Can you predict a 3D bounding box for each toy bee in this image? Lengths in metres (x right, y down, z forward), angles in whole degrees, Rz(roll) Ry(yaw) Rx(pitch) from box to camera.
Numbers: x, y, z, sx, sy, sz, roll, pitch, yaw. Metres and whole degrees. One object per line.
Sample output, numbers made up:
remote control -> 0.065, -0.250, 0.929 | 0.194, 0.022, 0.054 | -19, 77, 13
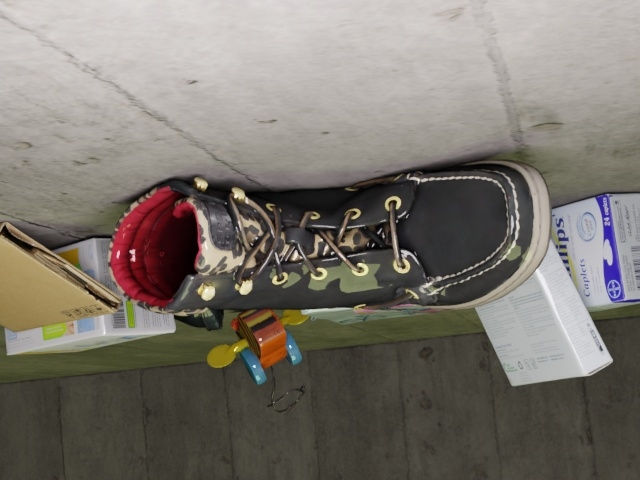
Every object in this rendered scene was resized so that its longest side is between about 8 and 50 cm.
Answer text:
toy bee -> -0.121, 0.186, 2.505 | 0.195, 0.162, 0.298 | -18, 148, -31

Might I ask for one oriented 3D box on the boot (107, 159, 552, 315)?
boot -> 0.000, 0.000, 1.298 | 0.284, 0.138, 0.377 | 1, 175, -36

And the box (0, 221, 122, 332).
box -> -0.337, 0.044, 1.502 | 0.201, 0.021, 0.164 | -12, 141, 44

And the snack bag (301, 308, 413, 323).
snack bag -> 0.142, 0.107, 2.466 | 0.323, 0.037, 0.342 | -8, 172, 14

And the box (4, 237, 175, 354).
box -> -0.277, 0.067, 1.622 | 0.103, 0.114, 0.203 | 1, 169, -45

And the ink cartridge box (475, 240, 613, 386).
ink cartridge box -> 0.236, 0.062, 1.649 | 0.045, 0.224, 0.223 | -27, 179, -17

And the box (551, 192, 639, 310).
box -> 0.328, 0.017, 1.629 | 0.072, 0.126, 0.137 | -3, 172, -30

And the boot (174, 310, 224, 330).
boot -> -0.237, 0.087, 1.853 | 0.207, 0.094, 0.246 | -9, 178, -3

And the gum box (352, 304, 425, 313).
gum box -> 0.145, 0.078, 2.159 | 0.188, 0.062, 0.107 | 2, 169, -42
